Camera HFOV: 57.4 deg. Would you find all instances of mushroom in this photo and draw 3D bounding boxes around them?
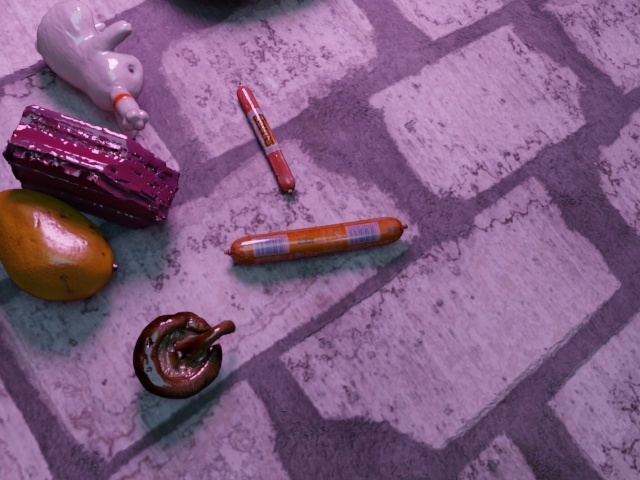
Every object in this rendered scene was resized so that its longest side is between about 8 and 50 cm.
[{"bbox_3d":[-0.211,0.173,0.927,0.170,0.080,0.135,-25,90,-21],"label":"mushroom"}]

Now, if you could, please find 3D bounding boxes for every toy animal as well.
[{"bbox_3d":[-0.371,-0.301,1.034,0.282,0.140,0.138,41,75,7],"label":"toy animal"}]

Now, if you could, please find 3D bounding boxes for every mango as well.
[{"bbox_3d":[-0.433,0.006,0.918,0.227,0.109,0.147,37,68,3],"label":"mango"}]

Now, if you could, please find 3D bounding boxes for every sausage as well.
[{"bbox_3d":[-0.105,-0.197,1.112,0.034,0.034,0.253,-22,76,-20],"label":"sausage"},{"bbox_3d":[0.000,0.000,1.053,0.347,0.053,0.053,-8,72,-16],"label":"sausage"}]

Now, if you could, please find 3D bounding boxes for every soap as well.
[{"bbox_3d":[-0.360,-0.101,0.951,0.250,0.162,0.099,20,61,-8],"label":"soap"}]
